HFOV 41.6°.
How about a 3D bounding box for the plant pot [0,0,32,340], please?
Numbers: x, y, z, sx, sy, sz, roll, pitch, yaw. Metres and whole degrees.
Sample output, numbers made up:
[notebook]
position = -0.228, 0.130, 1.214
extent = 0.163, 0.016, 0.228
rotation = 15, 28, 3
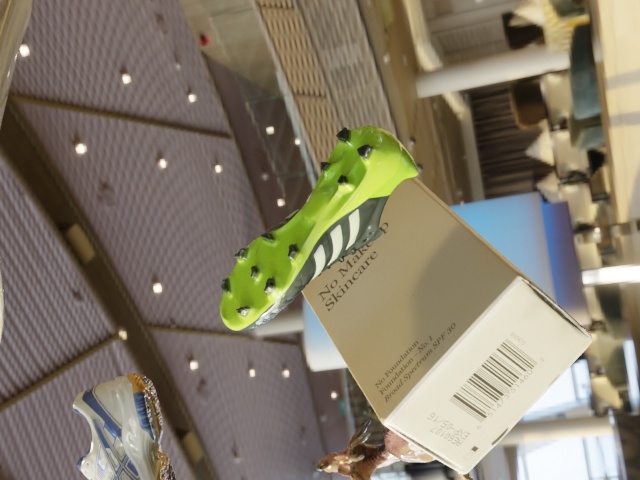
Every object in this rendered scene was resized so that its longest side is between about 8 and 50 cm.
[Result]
[plant pot]
position = -0.292, -0.095, 0.424
extent = 0.306, 0.333, 0.334
rotation = -92, -15, -50

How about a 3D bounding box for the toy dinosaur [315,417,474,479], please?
[toy dinosaur]
position = 0.119, 0.238, 1.080
extent = 0.127, 0.200, 0.296
rotation = -117, 35, -44

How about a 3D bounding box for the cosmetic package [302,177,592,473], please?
[cosmetic package]
position = 0.084, 0.043, 0.775
extent = 0.113, 0.160, 0.309
rotation = 37, -172, -32

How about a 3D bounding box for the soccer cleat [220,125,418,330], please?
[soccer cleat]
position = 0.000, 0.000, 0.591
extent = 0.072, 0.179, 0.060
rotation = 28, -162, -47

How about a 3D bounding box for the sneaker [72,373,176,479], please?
[sneaker]
position = -0.299, 0.360, 1.293
extent = 0.112, 0.130, 0.297
rotation = 68, -172, -79
